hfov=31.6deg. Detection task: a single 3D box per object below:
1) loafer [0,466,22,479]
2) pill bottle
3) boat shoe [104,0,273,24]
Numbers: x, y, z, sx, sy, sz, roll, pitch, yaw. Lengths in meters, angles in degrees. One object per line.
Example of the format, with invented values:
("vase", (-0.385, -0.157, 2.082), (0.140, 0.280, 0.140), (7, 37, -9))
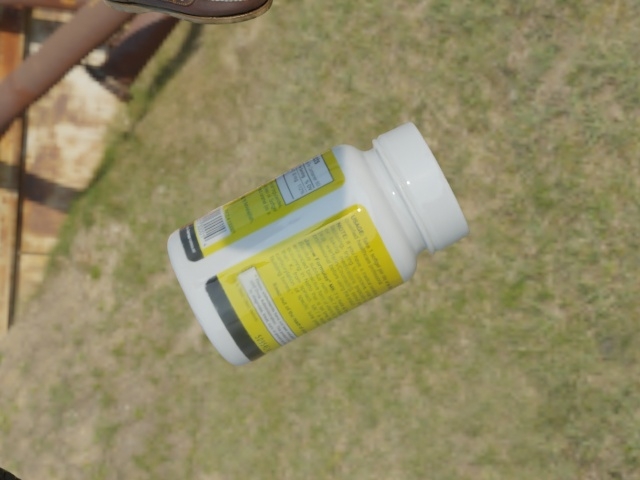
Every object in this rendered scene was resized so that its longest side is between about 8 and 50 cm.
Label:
("loafer", (-0.411, 0.217, 0.952), (0.130, 0.366, 0.133), (-40, 32, 18))
("pill bottle", (0.000, 0.000, 0.867), (0.119, 0.209, 0.119), (62, -177, -6))
("boat shoe", (-0.156, -0.287, 1.244), (0.073, 0.207, 0.073), (80, -159, -50))
